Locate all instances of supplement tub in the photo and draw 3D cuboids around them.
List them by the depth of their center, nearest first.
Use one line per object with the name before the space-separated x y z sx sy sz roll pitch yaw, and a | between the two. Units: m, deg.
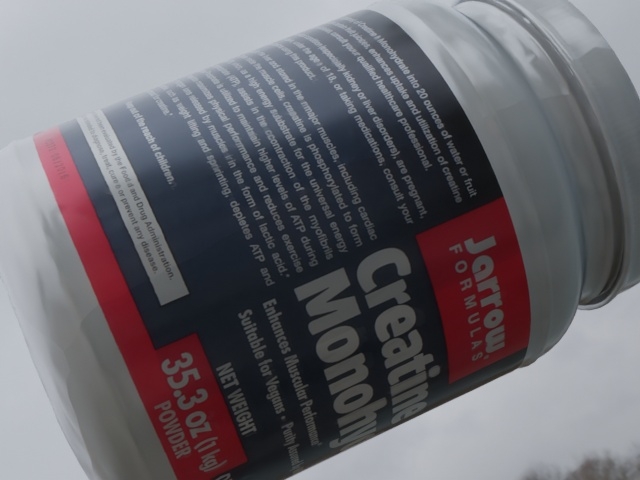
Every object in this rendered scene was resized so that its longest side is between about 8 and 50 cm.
supplement tub | 0.000 0.000 0.457 0.272 0.191 0.191 -23 -28 -11
